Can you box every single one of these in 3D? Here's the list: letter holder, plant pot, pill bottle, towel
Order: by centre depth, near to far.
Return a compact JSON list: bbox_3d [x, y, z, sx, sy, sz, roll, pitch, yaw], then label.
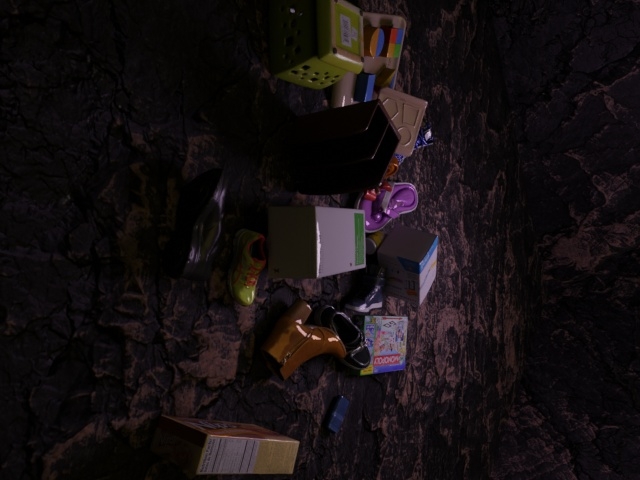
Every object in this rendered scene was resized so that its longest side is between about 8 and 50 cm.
[{"bbox_3d":[0.043,-0.257,1.365,0.152,0.301,0.214,48,55,-39],"label":"letter holder"},{"bbox_3d":[-0.001,-0.592,1.385,0.227,0.207,0.228,-5,95,-51],"label":"plant pot"},{"bbox_3d":[0.054,0.590,1.601,0.067,0.029,0.119,53,53,-37],"label":"towel"},{"bbox_3d":[0.205,0.002,1.751,0.116,0.065,0.065,-31,114,-47],"label":"pill bottle"}]

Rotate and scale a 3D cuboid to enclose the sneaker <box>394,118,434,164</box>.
[{"bbox_3d":[0.328,-0.384,1.805,0.127,0.182,0.315,56,50,-32],"label":"sneaker"}]

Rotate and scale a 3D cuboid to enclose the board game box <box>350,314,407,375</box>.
[{"bbox_3d":[0.232,0.394,1.803,0.317,0.046,0.214,12,80,-50],"label":"board game box"}]

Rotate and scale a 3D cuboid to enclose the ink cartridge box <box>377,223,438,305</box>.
[{"bbox_3d":[0.328,0.092,1.769,0.168,0.171,0.233,-52,146,-35],"label":"ink cartridge box"}]

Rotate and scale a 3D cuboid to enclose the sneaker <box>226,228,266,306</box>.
[{"bbox_3d":[-0.188,0.073,1.251,0.081,0.094,0.209,2,90,-51],"label":"sneaker"}]

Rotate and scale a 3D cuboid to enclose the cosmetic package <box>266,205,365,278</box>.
[{"bbox_3d":[0.000,0.000,1.377,0.365,0.155,0.197,-7,97,-65],"label":"cosmetic package"}]

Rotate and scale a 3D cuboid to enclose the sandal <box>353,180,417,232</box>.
[{"bbox_3d":[0.268,-0.152,1.781,0.416,0.102,0.169,-28,101,-46],"label":"sandal"}]

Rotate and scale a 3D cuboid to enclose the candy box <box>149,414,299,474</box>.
[{"bbox_3d":[-0.222,0.497,1.143,0.316,0.182,0.088,30,67,-47],"label":"candy box"}]

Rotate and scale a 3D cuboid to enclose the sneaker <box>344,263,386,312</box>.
[{"bbox_3d":[0.161,0.166,1.670,0.226,0.086,0.164,-3,104,-60],"label":"sneaker"}]

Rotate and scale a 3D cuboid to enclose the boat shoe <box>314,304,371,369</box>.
[{"bbox_3d":[0.100,0.332,1.567,0.113,0.105,0.306,-44,118,-25],"label":"boat shoe"}]

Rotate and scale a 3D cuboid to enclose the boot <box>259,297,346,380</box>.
[{"bbox_3d":[-0.054,0.339,1.426,0.295,0.104,0.211,53,57,-30],"label":"boot"}]

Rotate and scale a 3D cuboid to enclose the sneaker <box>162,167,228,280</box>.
[{"bbox_3d":[-0.281,-0.036,1.147,0.130,0.109,0.286,29,77,-54],"label":"sneaker"}]

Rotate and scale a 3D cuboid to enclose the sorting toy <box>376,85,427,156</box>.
[{"bbox_3d":[0.269,-0.425,1.696,0.193,0.038,0.208,13,104,-19],"label":"sorting toy"}]

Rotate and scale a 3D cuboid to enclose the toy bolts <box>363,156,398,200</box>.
[{"bbox_3d":[0.167,-0.259,1.601,0.228,0.218,0.159,24,48,-55],"label":"toy bolts"}]

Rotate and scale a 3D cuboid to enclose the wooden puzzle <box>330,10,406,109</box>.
[{"bbox_3d":[0.186,-0.606,1.627,0.347,0.080,0.322,-24,132,-46],"label":"wooden puzzle"}]
